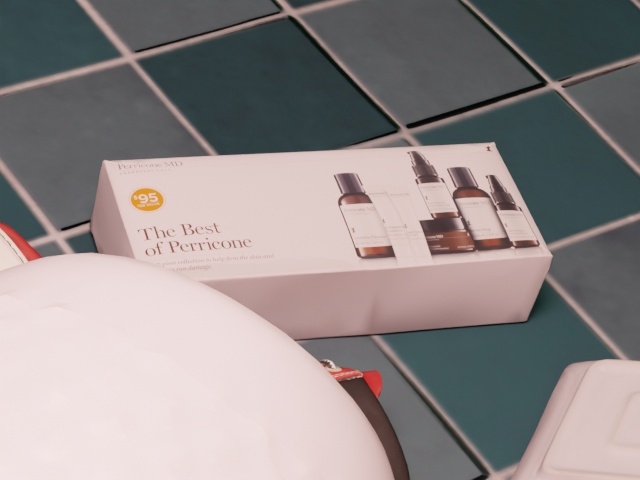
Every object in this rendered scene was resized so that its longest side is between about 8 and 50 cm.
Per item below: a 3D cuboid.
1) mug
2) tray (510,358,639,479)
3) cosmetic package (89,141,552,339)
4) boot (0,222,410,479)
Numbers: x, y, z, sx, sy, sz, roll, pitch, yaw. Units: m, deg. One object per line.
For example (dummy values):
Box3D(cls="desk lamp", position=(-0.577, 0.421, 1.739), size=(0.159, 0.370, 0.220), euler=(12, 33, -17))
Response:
Box3D(cls="mug", position=(-0.155, 0.178, 0.708), size=(0.374, 0.276, 0.328), euler=(-6, 40, 47))
Box3D(cls="tray", position=(0.228, 0.106, 1.002), size=(0.270, 0.030, 0.145), euler=(3, 37, 27))
Box3D(cls="cosmetic package", position=(0.000, 0.000, 1.112), size=(0.239, 0.060, 0.099), euler=(-4, 45, -21))
Box3D(cls="boot", position=(-0.071, 0.068, 1.002), size=(0.176, 0.088, 0.244), euler=(-24, 63, -36))
